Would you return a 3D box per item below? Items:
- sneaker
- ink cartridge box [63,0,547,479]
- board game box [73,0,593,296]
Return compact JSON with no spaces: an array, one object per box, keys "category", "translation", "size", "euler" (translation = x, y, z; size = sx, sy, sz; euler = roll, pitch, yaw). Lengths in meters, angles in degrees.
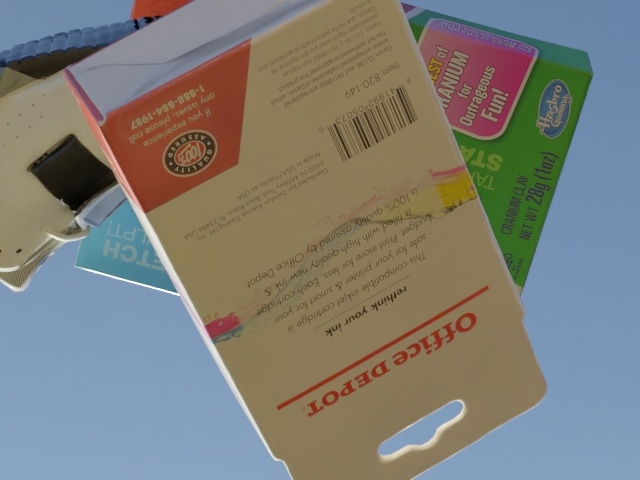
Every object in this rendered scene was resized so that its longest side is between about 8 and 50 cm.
[{"category":"sneaker","translation":[-0.165,-0.051,1.083],"size":[0.330,0.122,0.146],"euler":[-13,-77,1]},{"category":"ink cartridge box","translation":[0.000,0.000,0.669],"size":[0.115,0.067,0.198],"euler":[-29,-61,-7]},{"category":"board game box","translation":[0.005,-0.057,1.252],"size":[0.316,0.064,0.242],"euler":[15,-70,-1]}]
